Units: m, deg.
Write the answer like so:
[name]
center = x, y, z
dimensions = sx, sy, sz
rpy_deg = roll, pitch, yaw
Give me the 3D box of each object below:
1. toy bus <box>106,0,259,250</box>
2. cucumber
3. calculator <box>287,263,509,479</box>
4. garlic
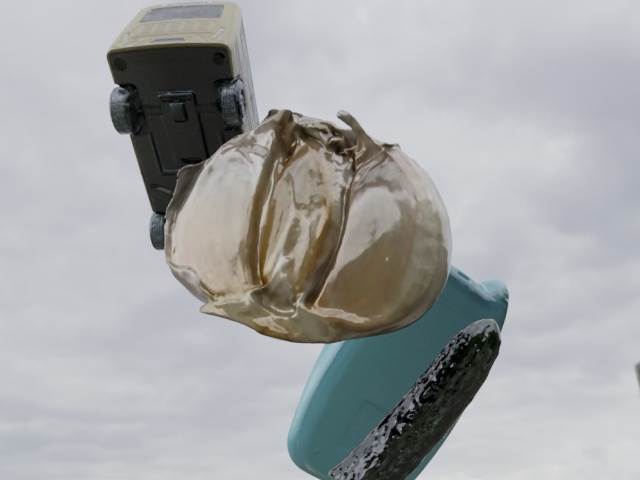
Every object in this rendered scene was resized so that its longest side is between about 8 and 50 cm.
[toy bus]
center = -0.165, -0.141, 1.006
dimensions = 0.176, 0.202, 0.365
rpy_deg = -1, -49, 4
[cucumber]
center = 0.098, 0.160, 0.662
dimensions = 0.058, 0.215, 0.052
rpy_deg = 41, -1, -11
[calculator]
center = 0.112, 0.188, 0.971
dimensions = 0.256, 0.386, 0.054
rpy_deg = 33, -2, -29
[garlic]
center = 0.000, 0.000, 0.573
dimensions = 0.229, 0.178, 0.143
rpy_deg = 10, -13, 26
